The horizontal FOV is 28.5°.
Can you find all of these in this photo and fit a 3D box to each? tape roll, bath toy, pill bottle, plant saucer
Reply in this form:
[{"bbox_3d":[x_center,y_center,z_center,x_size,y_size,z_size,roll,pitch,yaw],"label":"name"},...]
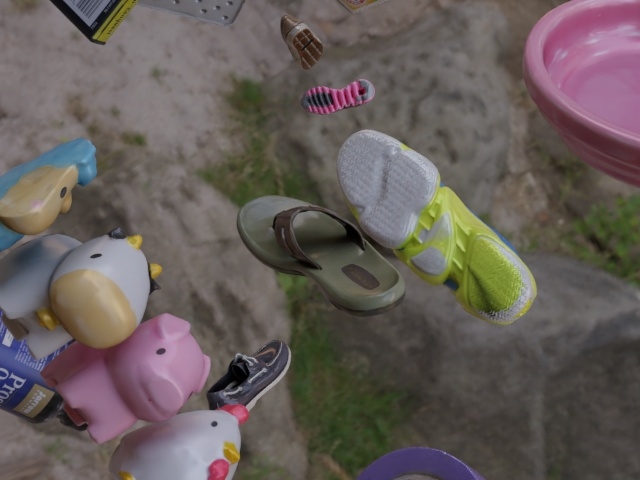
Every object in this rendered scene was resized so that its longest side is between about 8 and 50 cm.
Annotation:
[{"bbox_3d":[0.123,0.346,1.502,0.080,0.189,0.189,44,34,-60],"label":"tape roll"},{"bbox_3d":[-0.156,0.089,1.015,0.129,0.151,0.348,-38,122,-19],"label":"bath toy"},{"bbox_3d":[-0.374,0.154,1.572,0.219,0.123,0.123,30,47,-27],"label":"pill bottle"},{"bbox_3d":[0.372,-0.149,1.310,0.332,0.332,0.084,-60,160,-49],"label":"plant saucer"}]

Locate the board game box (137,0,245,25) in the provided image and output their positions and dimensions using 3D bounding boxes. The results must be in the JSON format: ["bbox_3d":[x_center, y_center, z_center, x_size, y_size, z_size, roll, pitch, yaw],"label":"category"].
[{"bbox_3d":[-0.273,-0.534,2.105,0.390,0.390,0.050,12,58,-18],"label":"board game box"}]

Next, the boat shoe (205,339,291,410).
[{"bbox_3d":[-0.115,0.213,2.025,0.206,0.075,0.065,-48,121,-45],"label":"boat shoe"}]

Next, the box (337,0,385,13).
[{"bbox_3d":[0.096,-0.400,1.674,0.103,0.203,0.114,37,52,-39],"label":"box"}]

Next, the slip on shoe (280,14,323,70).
[{"bbox_3d":[-0.032,-0.307,1.948,0.041,0.051,0.135,47,2,19],"label":"slip on shoe"}]

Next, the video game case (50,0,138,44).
[{"bbox_3d":[-0.285,-0.421,1.544,0.275,0.248,0.035,45,14,14],"label":"video game case"}]

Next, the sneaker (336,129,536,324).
[{"bbox_3d":[0.114,-0.008,1.233,0.240,0.091,0.126,48,9,15],"label":"sneaker"}]

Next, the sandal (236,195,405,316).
[{"bbox_3d":[0.002,0.000,1.685,0.120,0.302,0.086,-35,132,-25],"label":"sandal"}]

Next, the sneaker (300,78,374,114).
[{"bbox_3d":[0.027,-0.225,2.025,0.057,0.119,0.047,103,-21,-85],"label":"sneaker"}]
